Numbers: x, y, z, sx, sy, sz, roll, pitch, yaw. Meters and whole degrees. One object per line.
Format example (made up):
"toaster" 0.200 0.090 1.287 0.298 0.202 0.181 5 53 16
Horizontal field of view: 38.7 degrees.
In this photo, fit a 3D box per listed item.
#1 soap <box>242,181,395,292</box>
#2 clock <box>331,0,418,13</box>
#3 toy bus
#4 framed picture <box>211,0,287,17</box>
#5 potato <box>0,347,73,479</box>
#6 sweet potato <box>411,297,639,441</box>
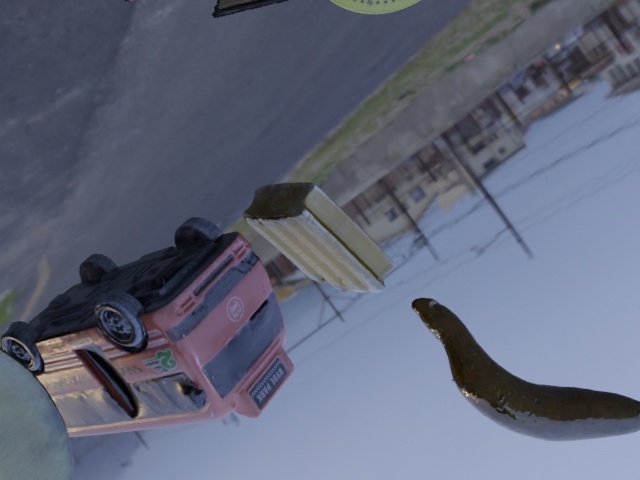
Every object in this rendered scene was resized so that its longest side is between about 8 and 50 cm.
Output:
"soap" 0.000 0.000 1.476 0.140 0.232 0.073 1 -122 45
"clock" 0.098 -0.462 1.304 0.293 0.277 0.071 -55 -145 20
"toy bus" -0.247 0.141 1.253 0.427 0.233 0.203 -16 -157 42
"framed picture" -0.057 -0.379 1.137 0.199 0.010 0.195 5 -104 49
"potato" -0.423 0.273 1.095 0.112 0.255 0.269 16 -114 42
"sweet potato" 0.254 0.190 1.172 0.108 0.346 0.079 -60 162 -10
